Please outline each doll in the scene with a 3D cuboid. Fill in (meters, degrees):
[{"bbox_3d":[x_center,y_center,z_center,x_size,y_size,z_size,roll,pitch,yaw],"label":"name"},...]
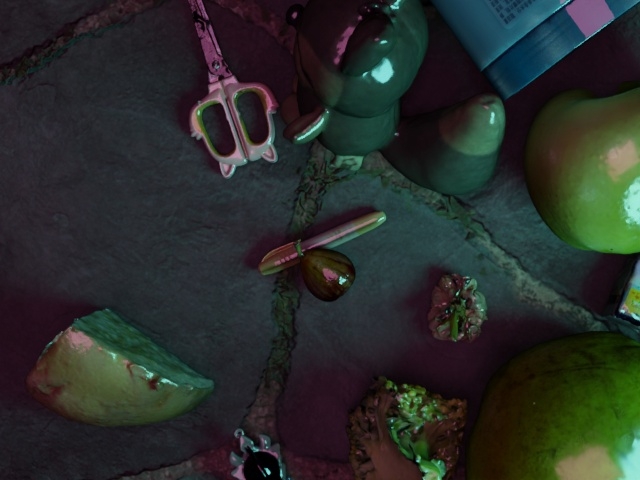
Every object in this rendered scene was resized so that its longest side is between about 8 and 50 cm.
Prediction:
[{"bbox_3d":[-0.094,0.403,1.806,0.096,0.070,0.195,-31,99,-7],"label":"doll"},{"bbox_3d":[0.123,-0.256,1.601,0.379,0.382,0.252,12,67,-8],"label":"doll"}]

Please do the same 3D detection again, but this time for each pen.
[{"bbox_3d":[0.000,0.000,1.776,0.233,0.032,0.040,-25,88,6],"label":"pen"}]

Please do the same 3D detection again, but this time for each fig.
[{"bbox_3d":[-0.005,0.042,1.743,0.125,0.089,0.089,39,98,-16],"label":"fig"}]

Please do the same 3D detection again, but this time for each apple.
[{"bbox_3d":[0.455,-0.113,1.609,0.292,0.292,0.254,-10,99,7],"label":"apple"}]

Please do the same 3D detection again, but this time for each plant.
[{"bbox_3d":[0.217,0.118,1.724,0.105,0.122,0.116,-9,102,18],"label":"plant"}]

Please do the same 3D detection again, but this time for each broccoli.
[{"bbox_3d":[0.171,0.340,1.701,0.180,0.273,0.242,-4,97,-27],"label":"broccoli"}]

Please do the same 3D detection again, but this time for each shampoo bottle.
[{"bbox_3d":[0.304,-0.438,1.552,0.331,0.331,0.342,-36,91,8],"label":"shampoo bottle"}]

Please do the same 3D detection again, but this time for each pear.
[{"bbox_3d":[0.404,0.327,1.624,0.352,0.352,0.413,39,89,1],"label":"pear"}]

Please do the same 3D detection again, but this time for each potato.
[{"bbox_3d":[-0.341,0.257,1.752,0.264,0.211,0.189,34,96,-2],"label":"potato"}]

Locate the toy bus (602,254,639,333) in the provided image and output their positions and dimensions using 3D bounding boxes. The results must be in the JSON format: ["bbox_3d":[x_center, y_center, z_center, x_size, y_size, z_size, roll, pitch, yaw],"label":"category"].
[{"bbox_3d":[0.622,0.132,1.690,0.317,0.112,0.138,21,87,3],"label":"toy bus"}]

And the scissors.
[{"bbox_3d":[-0.167,-0.268,1.771,0.160,0.024,0.317,-19,93,8],"label":"scissors"}]
